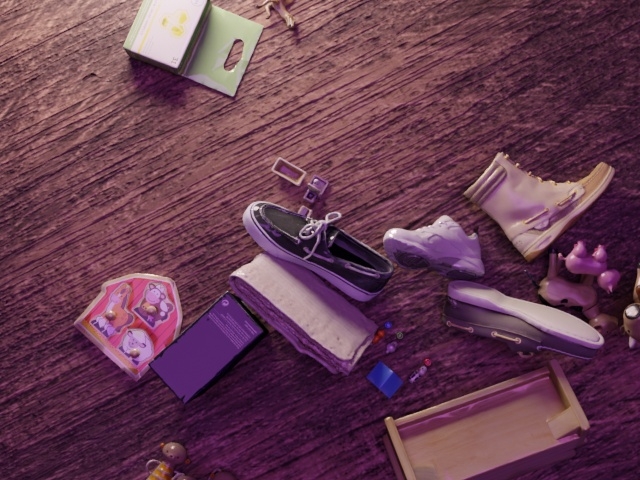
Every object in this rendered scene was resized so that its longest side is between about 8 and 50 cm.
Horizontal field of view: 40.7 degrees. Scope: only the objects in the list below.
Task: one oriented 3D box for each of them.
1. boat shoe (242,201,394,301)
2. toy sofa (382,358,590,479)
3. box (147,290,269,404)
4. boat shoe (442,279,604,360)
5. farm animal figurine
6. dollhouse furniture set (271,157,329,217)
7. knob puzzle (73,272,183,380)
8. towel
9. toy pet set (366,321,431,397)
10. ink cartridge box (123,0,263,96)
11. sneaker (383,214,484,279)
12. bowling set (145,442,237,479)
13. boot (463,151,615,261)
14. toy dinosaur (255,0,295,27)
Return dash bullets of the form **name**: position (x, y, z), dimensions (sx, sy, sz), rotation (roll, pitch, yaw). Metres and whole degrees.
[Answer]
- **boat shoe**: position (-0.001, 0.003, 1.654), dimensions (0.306, 0.105, 0.113), rotation (35, 46, 1)
- **toy sofa**: position (0.309, 0.372, 1.634), dimensions (0.363, 0.177, 0.150), rotation (-19, 59, -3)
- **box**: position (-0.194, 0.193, 1.572), dimensions (0.184, 0.261, 0.103), rotation (-40, 86, -4)
- **boat shoe**: position (0.377, 0.165, 1.636), dimensions (0.305, 0.109, 0.091), rotation (20, 109, 22)
- **farm animal figurine**: position (0.599, 0.124, 1.622), dimensions (0.327, 0.330, 0.172), rotation (18, 80, -27)
- **dollhouse furniture set**: position (-0.052, -0.110, 1.700), dimensions (0.114, 0.081, 0.091), rotation (30, 84, 3)
- **knob puzzle**: position (-0.357, 0.149, 1.691), dimensions (0.213, 0.030, 0.213), rotation (0, 83, -1)
- **towel**: position (-0.027, 0.128, 1.632), dimensions (0.282, 0.187, 0.049), rotation (40, 119, 5)
- **toy pet set**: position (0.141, 0.236, 1.672), dimensions (0.122, 0.065, 0.114), rotation (42, 84, 4)
- **ink cartridge box**: position (-0.255, -0.414, 1.748), dimensions (0.235, 0.056, 0.171), rotation (22, 83, 4)
- **sneaker**: position (0.216, 0.002, 1.674), dimensions (0.232, 0.090, 0.115), rotation (17, 65, -31)
- **bowling set**: position (-0.206, 0.501, 1.574), dimensions (0.287, 0.200, 0.154), rotation (29, 82, -2)
- **boot**: position (0.433, -0.111, 1.706), dimensions (0.262, 0.095, 0.203), rotation (-42, 80, -10)
- **toy dinosaur**: position (-0.096, -0.520, 1.773), dimensions (0.093, 0.053, 0.183), rotation (-7, 91, -17)
